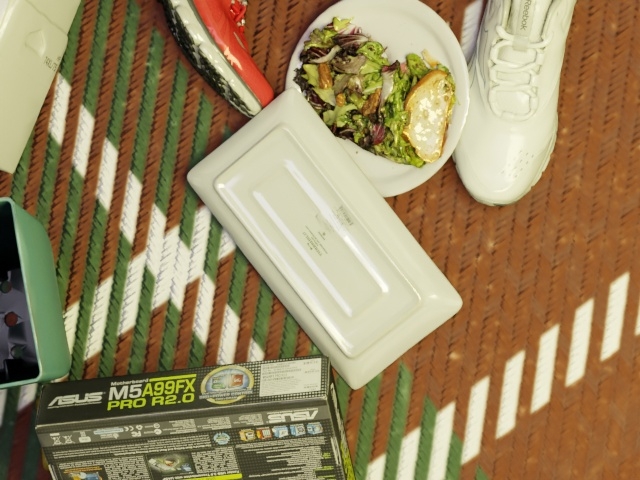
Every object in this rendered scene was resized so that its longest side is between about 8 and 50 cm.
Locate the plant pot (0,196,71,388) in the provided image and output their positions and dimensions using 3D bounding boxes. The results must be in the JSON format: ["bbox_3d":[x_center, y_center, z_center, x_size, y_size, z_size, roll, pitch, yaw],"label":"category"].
[{"bbox_3d":[-0.323,0.066,1.807,0.165,0.234,0.165,-11,84,6],"label":"plant pot"}]

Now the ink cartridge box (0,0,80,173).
[{"bbox_3d":[-0.406,-0.210,1.863,0.270,0.198,0.197,20,87,9],"label":"ink cartridge box"}]

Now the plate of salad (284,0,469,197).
[{"bbox_3d":[0.048,-0.140,1.851,0.200,0.048,0.200,1,92,28],"label":"plate of salad"}]

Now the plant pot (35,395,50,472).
[{"bbox_3d":[-0.235,0.183,1.861,0.081,0.083,0.081,-8,84,6],"label":"plant pot"}]

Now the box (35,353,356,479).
[{"bbox_3d":[-0.108,0.214,1.788,0.270,0.216,0.060,-7,40,7],"label":"box"}]

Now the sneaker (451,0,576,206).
[{"bbox_3d":[0.183,-0.180,1.822,0.111,0.129,0.297,10,87,6],"label":"sneaker"}]

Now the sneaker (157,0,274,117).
[{"bbox_3d":[-0.102,-0.256,1.882,0.118,0.107,0.279,-26,85,-7],"label":"sneaker"}]

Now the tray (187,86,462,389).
[{"bbox_3d":[0.000,0.000,1.852,0.145,0.030,0.270,-39,86,14],"label":"tray"}]
